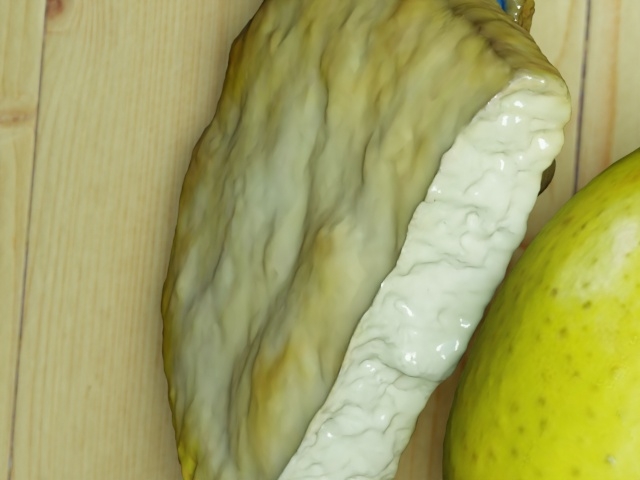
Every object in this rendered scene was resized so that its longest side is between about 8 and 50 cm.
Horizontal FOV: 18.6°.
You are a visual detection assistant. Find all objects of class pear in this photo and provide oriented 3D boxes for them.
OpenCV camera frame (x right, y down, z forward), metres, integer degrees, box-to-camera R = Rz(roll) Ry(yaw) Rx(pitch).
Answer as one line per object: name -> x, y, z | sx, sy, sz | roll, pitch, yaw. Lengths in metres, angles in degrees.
pear -> 0.271, 0.105, 1.127 | 0.418, 0.362, 0.362 | -31, 71, 4

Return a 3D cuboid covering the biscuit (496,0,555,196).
biscuit -> 0.095, -0.177, 1.429 | 0.183, 0.047, 0.320 | -16, 81, 33

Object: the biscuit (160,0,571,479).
biscuit -> 0.001, 0.000, 1.341 | 0.446, 0.104, 0.429 | -121, 48, -60
